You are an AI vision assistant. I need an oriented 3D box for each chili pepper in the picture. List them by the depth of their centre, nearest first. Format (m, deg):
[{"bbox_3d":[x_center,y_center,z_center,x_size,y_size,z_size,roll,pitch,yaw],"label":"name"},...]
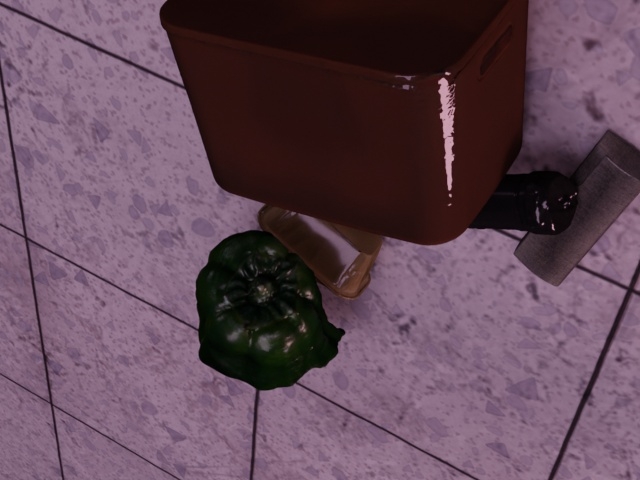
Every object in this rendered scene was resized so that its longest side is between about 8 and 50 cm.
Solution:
[{"bbox_3d":[-0.087,0.121,1.507,0.213,0.167,0.385,37,167,8],"label":"chili pepper"}]

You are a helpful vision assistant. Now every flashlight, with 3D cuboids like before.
[{"bbox_3d":[0.187,-0.047,1.254,0.232,0.093,0.093,3,128,47],"label":"flashlight"}]

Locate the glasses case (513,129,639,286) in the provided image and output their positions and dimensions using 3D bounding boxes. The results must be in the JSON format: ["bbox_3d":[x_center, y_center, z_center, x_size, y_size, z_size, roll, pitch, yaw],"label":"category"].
[{"bbox_3d":[0.296,-0.031,1.234,0.071,0.047,0.205,37,141,7],"label":"glasses case"}]

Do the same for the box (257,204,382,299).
[{"bbox_3d":[0.000,0.000,1.459,0.177,0.111,0.111,41,141,2],"label":"box"}]

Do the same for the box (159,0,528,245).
[{"bbox_3d":[0.037,-0.169,1.169,0.339,0.239,0.229,16,136,28],"label":"box"}]
